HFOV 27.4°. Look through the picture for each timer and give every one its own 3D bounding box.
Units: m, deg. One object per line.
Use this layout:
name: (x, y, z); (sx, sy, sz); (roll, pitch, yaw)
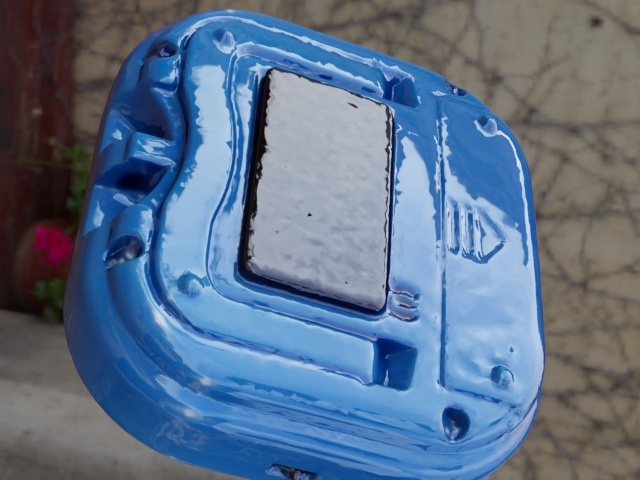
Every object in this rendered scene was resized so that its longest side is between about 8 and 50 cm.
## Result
timer: (0.000, 0.000, 0.866); (0.115, 0.309, 0.340); (122, -22, -48)
